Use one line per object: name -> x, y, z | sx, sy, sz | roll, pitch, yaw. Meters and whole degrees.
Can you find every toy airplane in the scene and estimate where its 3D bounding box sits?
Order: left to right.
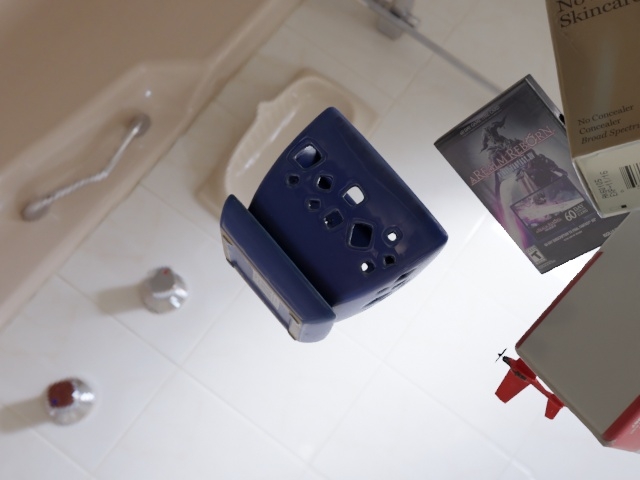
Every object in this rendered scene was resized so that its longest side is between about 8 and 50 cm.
toy airplane -> 0.349, 0.234, 1.396 | 0.151, 0.151, 0.028 | -58, 168, 31

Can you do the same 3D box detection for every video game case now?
video game case -> 0.324, -0.090, 1.284 | 0.196, 0.274, 0.026 | -35, -171, 46

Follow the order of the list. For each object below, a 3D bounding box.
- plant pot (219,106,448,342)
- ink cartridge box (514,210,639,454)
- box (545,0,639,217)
plant pot -> 0.000, 0.000, 1.142 | 0.212, 0.236, 0.236 | -38, 171, -13
ink cartridge box -> 0.449, 0.112, 1.024 | 0.384, 0.160, 0.279 | 24, 108, -48
box -> 0.307, -0.195, 0.836 | 0.121, 0.148, 0.311 | 42, 39, -49
